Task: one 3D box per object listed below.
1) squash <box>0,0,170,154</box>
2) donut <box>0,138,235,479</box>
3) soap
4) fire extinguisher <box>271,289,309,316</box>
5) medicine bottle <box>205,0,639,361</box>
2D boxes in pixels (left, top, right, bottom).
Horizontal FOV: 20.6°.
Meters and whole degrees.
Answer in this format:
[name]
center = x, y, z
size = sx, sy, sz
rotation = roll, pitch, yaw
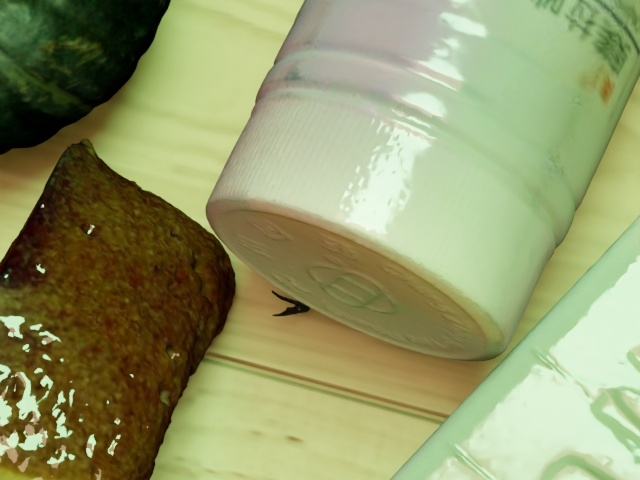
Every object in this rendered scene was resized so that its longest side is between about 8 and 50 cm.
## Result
[squash]
center = -0.177, -0.141, 0.833
size = 0.218, 0.172, 0.218
rotation = 5, 105, 19
[donut]
center = -0.120, 0.086, 0.782
size = 0.112, 0.151, 0.295
rotation = 18, 77, 0
[soap]
center = 0.168, 0.089, 0.771
size = 0.173, 0.095, 0.289
rotation = 43, 83, 14
[fire extinguisher]
center = 0.000, 0.000, 0.851
size = 0.038, 0.025, 0.083
rotation = 14, 75, -13
[medicine bottle]
center = 0.067, -0.088, 0.793
size = 0.152, 0.152, 0.254
rotation = 23, 73, 12
